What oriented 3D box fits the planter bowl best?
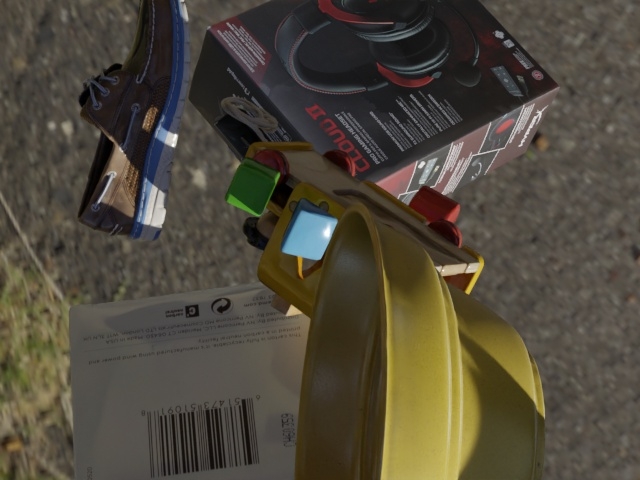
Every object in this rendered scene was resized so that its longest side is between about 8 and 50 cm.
[{"bbox_3d":[0.049,0.093,0.764,0.090,0.217,0.217,5,111,-9],"label":"planter bowl"}]

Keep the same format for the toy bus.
[{"bbox_3d":[0.006,0.006,1.128,0.191,0.202,0.104,21,108,-16],"label":"toy bus"}]

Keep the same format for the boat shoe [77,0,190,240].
[{"bbox_3d":[-0.133,-0.091,1.142,0.066,0.066,0.183,5,98,-19],"label":"boat shoe"}]

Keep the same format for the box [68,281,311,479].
[{"bbox_3d":[-0.081,0.137,1.175,0.180,0.182,0.119,-8,140,-2],"label":"box"}]

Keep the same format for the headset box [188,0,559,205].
[{"bbox_3d":[0.037,-0.131,1.522,0.293,0.218,0.110,-27,157,-30],"label":"headset box"}]
